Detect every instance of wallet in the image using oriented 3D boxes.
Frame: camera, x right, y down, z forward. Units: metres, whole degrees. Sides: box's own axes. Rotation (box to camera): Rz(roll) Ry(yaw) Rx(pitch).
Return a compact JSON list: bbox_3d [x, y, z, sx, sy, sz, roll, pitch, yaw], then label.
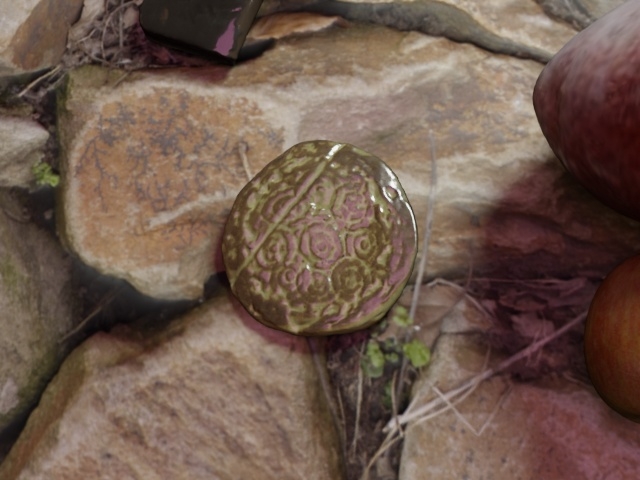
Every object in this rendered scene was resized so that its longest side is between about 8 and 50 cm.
[{"bbox_3d":[-0.127,-0.397,1.026,0.165,0.042,0.309,22,82,14],"label":"wallet"}]

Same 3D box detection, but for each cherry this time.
[{"bbox_3d":[0.408,-0.146,0.733,0.326,0.335,0.291,-34,111,-25],"label":"cherry"}]

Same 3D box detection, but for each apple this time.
[{"bbox_3d":[0.357,0.096,0.735,0.188,0.188,0.173,5,72,12],"label":"apple"}]

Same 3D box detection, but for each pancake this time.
[{"bbox_3d":[0.000,0.000,0.910,0.250,0.031,0.250,-3,76,11],"label":"pancake"}]
